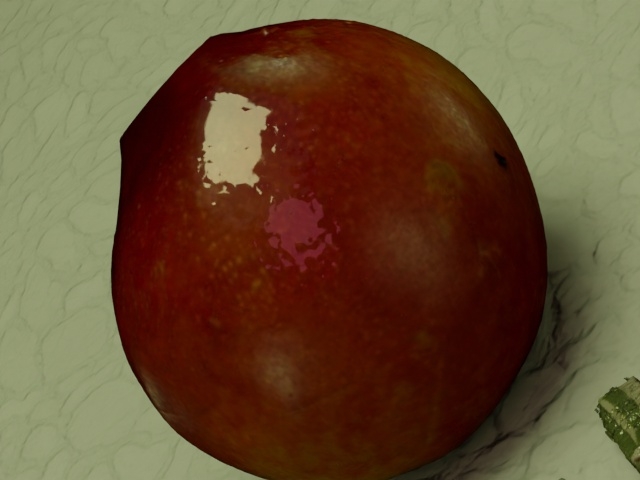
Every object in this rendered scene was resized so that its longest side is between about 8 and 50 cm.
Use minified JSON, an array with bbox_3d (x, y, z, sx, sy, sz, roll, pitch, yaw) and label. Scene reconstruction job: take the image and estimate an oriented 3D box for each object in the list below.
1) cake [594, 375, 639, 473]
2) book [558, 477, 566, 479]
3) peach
[{"bbox_3d":[0.247,0.145,1.427,0.051,0.055,0.140,-43,13,6],"label":"cake"},{"bbox_3d":[0.141,0.310,1.352,0.264,0.027,0.202,-47,32,-4],"label":"book"},{"bbox_3d":[0.000,0.000,1.563,0.388,0.388,0.388,-31,34,23],"label":"peach"}]
